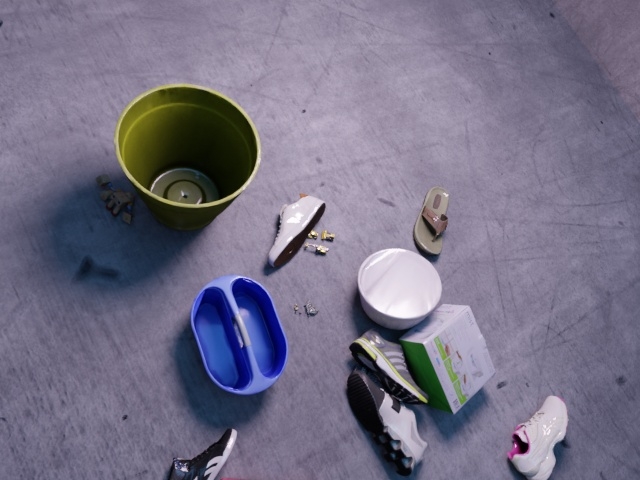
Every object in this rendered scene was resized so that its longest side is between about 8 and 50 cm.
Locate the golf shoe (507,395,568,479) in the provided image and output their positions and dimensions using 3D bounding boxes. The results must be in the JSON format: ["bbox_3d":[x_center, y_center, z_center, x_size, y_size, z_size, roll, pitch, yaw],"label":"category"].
[{"bbox_3d":[0.734,0.646,1.559,0.140,0.115,0.306,35,62,0],"label":"golf shoe"}]

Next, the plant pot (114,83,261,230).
[{"bbox_3d":[-0.390,-0.196,1.354,0.367,0.353,0.366,7,69,-17],"label":"plant pot"}]

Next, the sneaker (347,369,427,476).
[{"bbox_3d":[0.208,0.534,1.429,0.146,0.122,0.330,-25,80,-41],"label":"sneaker"}]

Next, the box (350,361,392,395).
[{"bbox_3d":[0.188,0.429,1.498,0.162,0.029,0.116,34,62,-6],"label":"box"}]

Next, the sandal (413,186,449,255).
[{"bbox_3d":[0.429,-0.086,1.742,0.120,0.086,0.302,20,65,-11],"label":"sandal"}]

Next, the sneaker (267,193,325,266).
[{"bbox_3d":[-0.107,-0.039,1.550,0.123,0.106,0.290,28,62,18],"label":"sneaker"}]

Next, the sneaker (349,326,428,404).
[{"bbox_3d":[0.235,0.394,1.455,0.300,0.111,0.121,46,58,-1],"label":"sneaker"}]

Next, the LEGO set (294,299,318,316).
[{"bbox_3d":[-0.043,0.222,1.499,0.083,0.023,0.054,-10,74,-22],"label":"LEGO set"}]

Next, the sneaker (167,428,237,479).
[{"bbox_3d":[-0.325,0.585,1.233,0.121,0.079,0.217,34,65,-6],"label":"sneaker"}]

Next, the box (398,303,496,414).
[{"bbox_3d":[0.416,0.374,1.495,0.231,0.127,0.262,-31,102,-29],"label":"box"}]

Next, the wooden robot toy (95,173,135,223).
[{"bbox_3d":[-0.615,-0.128,1.427,0.173,0.076,0.079,49,28,4],"label":"wooden robot toy"}]

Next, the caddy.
[{"bbox_3d":[-0.236,0.271,1.329,0.241,0.179,0.341,-17,76,-25],"label":"caddy"}]

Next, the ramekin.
[{"bbox_3d":[0.251,0.167,1.523,0.273,0.127,0.272,1,52,-1],"label":"ramekin"}]

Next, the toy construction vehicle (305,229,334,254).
[{"bbox_3d":[0.000,0.000,1.592,0.098,0.035,0.085,17,66,-12],"label":"toy construction vehicle"}]

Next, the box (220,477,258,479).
[{"bbox_3d":[-0.120,0.724,1.216,0.300,0.142,0.154,11,67,-15],"label":"box"}]
